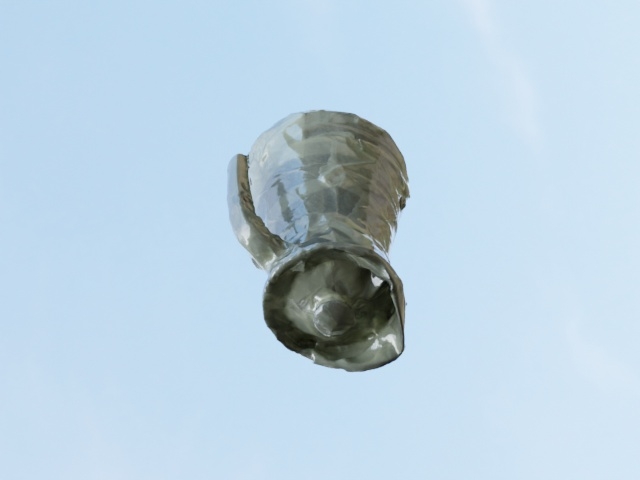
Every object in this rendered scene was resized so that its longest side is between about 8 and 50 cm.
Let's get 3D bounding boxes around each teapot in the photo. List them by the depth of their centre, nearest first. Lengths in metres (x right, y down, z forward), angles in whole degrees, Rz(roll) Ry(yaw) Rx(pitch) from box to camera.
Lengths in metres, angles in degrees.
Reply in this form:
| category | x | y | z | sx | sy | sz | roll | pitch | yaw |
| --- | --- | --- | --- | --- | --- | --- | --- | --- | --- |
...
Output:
| category | x | y | z | sx | sy | sz | roll | pitch | yaw |
| --- | --- | --- | --- | --- | --- | --- | --- | --- | --- |
| teapot | 0.000 | 0.000 | 0.550 | 0.067 | 0.057 | 0.083 | 27 | -152 | -22 |
